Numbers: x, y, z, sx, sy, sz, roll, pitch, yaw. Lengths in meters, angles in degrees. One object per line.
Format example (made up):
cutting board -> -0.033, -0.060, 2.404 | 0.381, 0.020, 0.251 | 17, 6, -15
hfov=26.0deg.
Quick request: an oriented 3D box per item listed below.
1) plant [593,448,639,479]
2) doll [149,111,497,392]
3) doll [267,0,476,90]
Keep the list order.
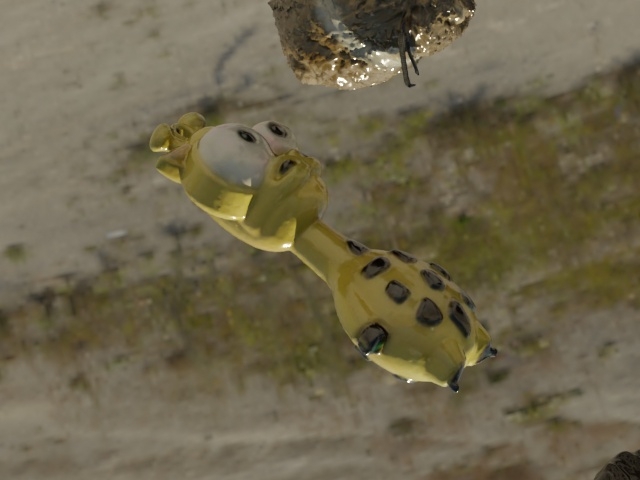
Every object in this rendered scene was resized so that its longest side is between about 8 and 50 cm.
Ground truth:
plant -> 0.281, 0.291, 1.282 | 0.142, 0.131, 0.203 | -37, 160, -34
doll -> 0.001, 0.000, 0.983 | 0.086, 0.291, 0.117 | -57, 164, 28
doll -> 0.022, -0.164, 0.989 | 0.105, 0.115, 0.221 | 25, 171, -26
